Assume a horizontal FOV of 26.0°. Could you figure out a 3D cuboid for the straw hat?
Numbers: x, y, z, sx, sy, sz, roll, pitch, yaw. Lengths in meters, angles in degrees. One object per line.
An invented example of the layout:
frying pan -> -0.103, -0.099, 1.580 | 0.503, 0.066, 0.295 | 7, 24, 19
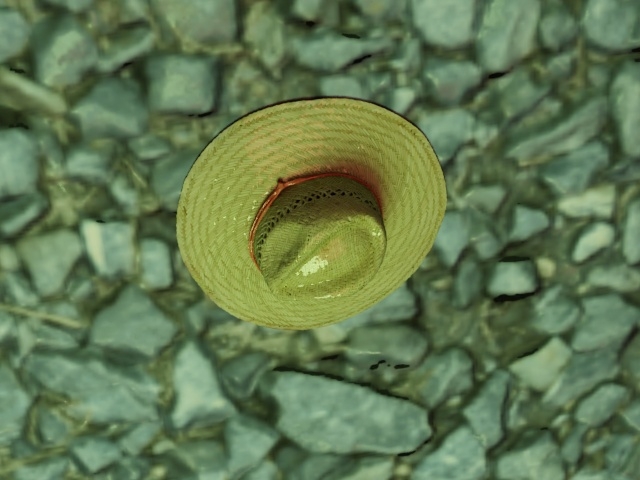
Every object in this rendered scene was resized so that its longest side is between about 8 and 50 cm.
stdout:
straw hat -> 0.000, 0.000, 0.701 | 0.144, 0.061, 0.144 | -4, 118, -8
